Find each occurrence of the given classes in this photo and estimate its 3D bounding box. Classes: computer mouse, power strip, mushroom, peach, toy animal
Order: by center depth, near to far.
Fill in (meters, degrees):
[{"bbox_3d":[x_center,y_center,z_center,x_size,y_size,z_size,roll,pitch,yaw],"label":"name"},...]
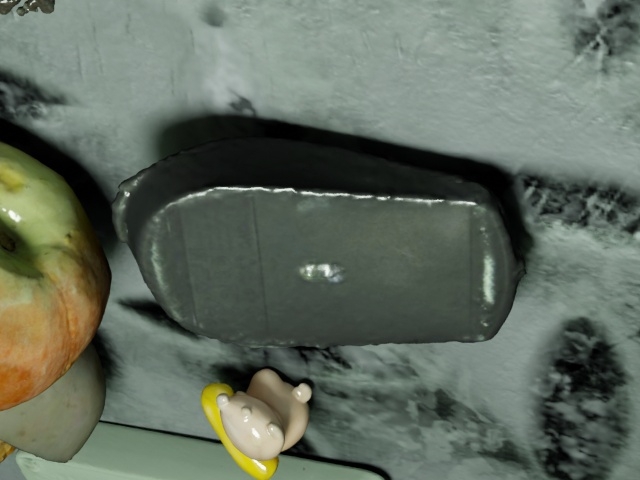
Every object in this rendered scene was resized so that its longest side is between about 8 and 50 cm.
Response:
[{"bbox_3d":[0.000,-0.004,1.354,0.295,0.087,0.168,3,136,6],"label":"computer mouse"},{"bbox_3d":[-0.274,0.036,1.455,0.214,0.214,0.235,34,147,-16],"label":"peach"},{"bbox_3d":[-0.049,0.141,1.592,0.091,0.082,0.114,50,165,17],"label":"toy animal"},{"bbox_3d":[-0.255,0.108,1.621,0.117,0.141,0.188,-38,130,15],"label":"mushroom"},{"bbox_3d":[-0.096,0.229,1.739,0.385,0.062,0.091,7,143,23],"label":"power strip"}]

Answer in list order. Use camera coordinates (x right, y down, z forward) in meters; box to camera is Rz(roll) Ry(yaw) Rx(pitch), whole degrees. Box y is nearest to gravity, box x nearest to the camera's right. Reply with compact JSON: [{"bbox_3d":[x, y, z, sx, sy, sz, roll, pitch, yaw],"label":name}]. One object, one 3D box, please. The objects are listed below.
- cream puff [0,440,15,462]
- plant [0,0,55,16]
[{"bbox_3d":[-0.371,0.163,1.719,0.169,0.183,0.183,48,142,-5],"label":"cream puff"},{"bbox_3d":[-0.221,-0.213,1.197,0.085,0.087,0.174,-35,119,11],"label":"plant"}]
